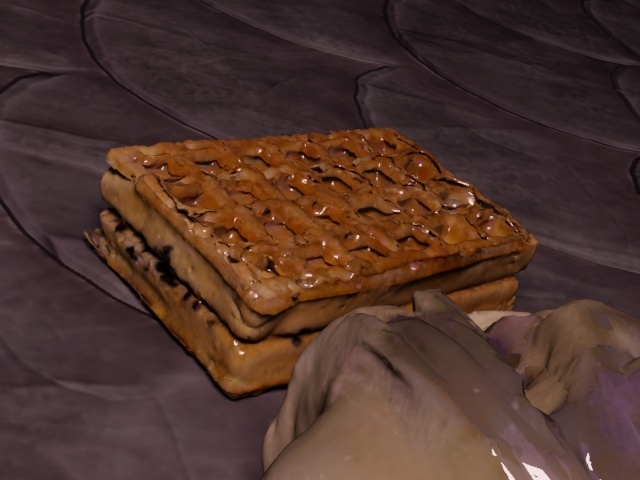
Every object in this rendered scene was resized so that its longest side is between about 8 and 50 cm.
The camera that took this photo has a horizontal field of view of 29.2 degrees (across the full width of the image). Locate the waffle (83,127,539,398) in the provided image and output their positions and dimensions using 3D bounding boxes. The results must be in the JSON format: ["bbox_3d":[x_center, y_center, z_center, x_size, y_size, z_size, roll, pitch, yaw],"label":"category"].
[{"bbox_3d":[0.000,-0.001,0.959,0.308,0.091,0.213,-9,39,-41],"label":"waffle"}]

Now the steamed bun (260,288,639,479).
[{"bbox_3d":[0.121,0.147,0.615,0.352,0.247,0.339,6,30,-14],"label":"steamed bun"}]
